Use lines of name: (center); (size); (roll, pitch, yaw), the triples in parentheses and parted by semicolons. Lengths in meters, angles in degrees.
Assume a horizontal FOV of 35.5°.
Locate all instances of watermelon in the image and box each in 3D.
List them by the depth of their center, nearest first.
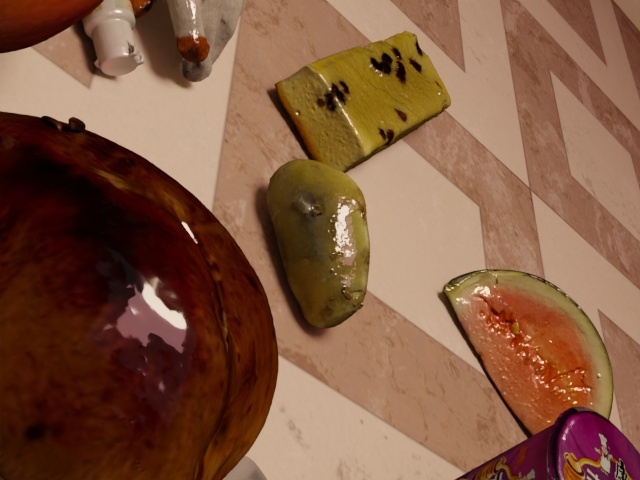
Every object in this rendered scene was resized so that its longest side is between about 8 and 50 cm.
watermelon: (0.308, 0.143, 1.332); (0.303, 0.128, 0.159); (57, 32, -1)

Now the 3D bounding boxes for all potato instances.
potato: (0.000, 0.000, 1.061); (0.085, 0.105, 0.188); (27, 53, -67)

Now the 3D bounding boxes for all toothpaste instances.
toothpaste: (-0.240, -0.312, 1.031); (0.056, 0.058, 0.314); (42, 31, -68)

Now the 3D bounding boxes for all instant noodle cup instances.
instant noodle cup: (0.226, 0.317, 1.010); (0.251, 0.190, 0.251); (34, 40, -34)

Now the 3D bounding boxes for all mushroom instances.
mushroom: (-0.185, 0.067, 0.679); (0.345, 0.260, 0.345); (47, 5, -6)

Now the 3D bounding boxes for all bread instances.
bread: (0.073, -0.195, 1.349); (0.138, 0.077, 0.361); (58, 31, -2)

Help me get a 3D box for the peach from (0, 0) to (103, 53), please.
peach: (-0.292, -0.293, 0.737); (0.333, 0.308, 0.307); (-8, 69, -34)

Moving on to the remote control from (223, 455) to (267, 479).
remote control: (-0.097, 0.269, 0.730); (0.109, 0.055, 0.313); (57, 31, -2)

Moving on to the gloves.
gloves: (-0.136, -0.284, 1.093); (0.140, 0.131, 0.218); (26, 34, -37)
